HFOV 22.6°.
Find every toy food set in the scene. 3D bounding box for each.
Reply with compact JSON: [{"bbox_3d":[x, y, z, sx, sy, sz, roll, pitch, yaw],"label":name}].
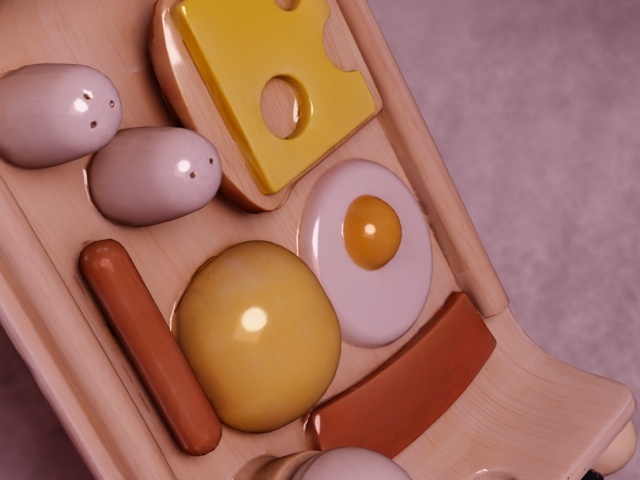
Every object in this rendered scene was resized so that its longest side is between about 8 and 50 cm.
[{"bbox_3d":[0.000,0.000,0.600,0.220,0.092,0.306,-41,114,-36],"label":"toy food set"}]

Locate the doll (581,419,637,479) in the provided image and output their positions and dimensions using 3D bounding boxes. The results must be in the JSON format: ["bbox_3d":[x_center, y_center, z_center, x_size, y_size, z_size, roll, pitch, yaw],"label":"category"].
[{"bbox_3d":[0.098,0.161,0.746,0.129,0.046,0.189,28,83,-13],"label":"doll"}]
